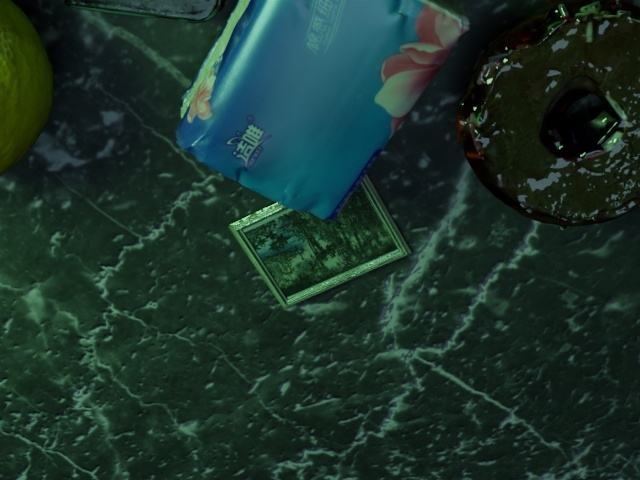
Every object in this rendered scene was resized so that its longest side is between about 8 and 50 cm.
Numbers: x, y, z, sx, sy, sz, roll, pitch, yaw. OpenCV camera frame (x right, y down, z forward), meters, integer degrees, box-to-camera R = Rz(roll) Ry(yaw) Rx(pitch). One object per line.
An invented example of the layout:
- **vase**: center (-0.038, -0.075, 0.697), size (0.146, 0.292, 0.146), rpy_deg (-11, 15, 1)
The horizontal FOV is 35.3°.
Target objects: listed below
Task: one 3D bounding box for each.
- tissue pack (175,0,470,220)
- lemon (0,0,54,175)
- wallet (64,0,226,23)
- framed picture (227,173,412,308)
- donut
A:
- **tissue pack**: center (-0.007, -0.177, 1.041), size (0.209, 0.137, 0.270), rpy_deg (28, 118, -14)
- **lemon**: center (-0.384, -0.157, 1.010), size (0.219, 0.240, 0.240), rpy_deg (7, 127, -40)
- **wallet**: center (-0.163, -0.371, 0.978), size (0.172, 0.045, 0.318), rpy_deg (7, 122, -1)
- **framed picture**: center (0.000, 0.000, 1.223), size (0.183, 0.011, 0.142), rpy_deg (-24, 118, 14)
- **donut**: center (0.277, -0.139, 1.084), size (0.269, 0.103, 0.270), rpy_deg (0, 119, 0)
